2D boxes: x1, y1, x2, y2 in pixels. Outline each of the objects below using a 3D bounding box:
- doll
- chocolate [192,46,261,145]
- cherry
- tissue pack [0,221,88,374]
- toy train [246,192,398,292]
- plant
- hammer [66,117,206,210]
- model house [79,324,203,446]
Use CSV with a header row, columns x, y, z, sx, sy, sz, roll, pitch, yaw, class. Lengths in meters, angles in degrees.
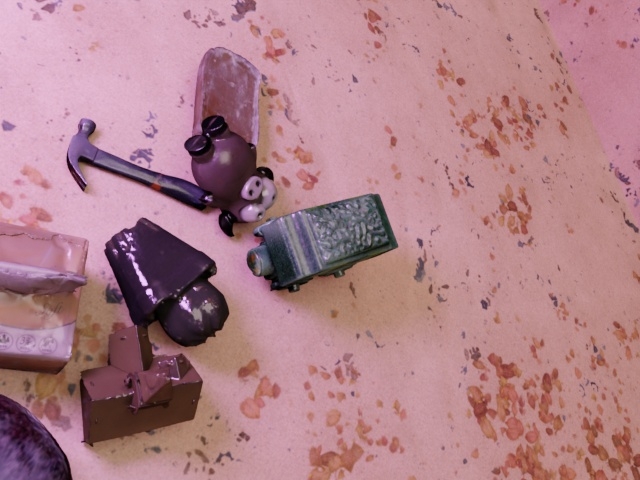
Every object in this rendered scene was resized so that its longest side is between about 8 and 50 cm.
x,y,z,sx,sy,sz,roll,pitch,yaw,class
-0.175,-0.129,1.203,0.182,0.117,0.257,-54,137,-24,doll
-0.217,-0.292,1.306,0.157,0.080,0.254,20,62,-41,chocolate
-0.488,0.338,0.803,0.296,0.218,0.255,40,49,-19,cherry
-0.520,0.069,0.887,0.305,0.238,0.239,13,65,-27,tissue pack
0.000,0.000,1.227,0.299,0.238,0.167,-17,84,-34,toy train
-0.279,0.082,1.085,0.256,0.142,0.164,49,53,7,plant
-0.355,-0.125,1.179,0.289,0.037,0.137,23,60,-22,hammer
-0.283,0.220,0.958,0.180,0.248,0.176,-3,73,-34,model house
